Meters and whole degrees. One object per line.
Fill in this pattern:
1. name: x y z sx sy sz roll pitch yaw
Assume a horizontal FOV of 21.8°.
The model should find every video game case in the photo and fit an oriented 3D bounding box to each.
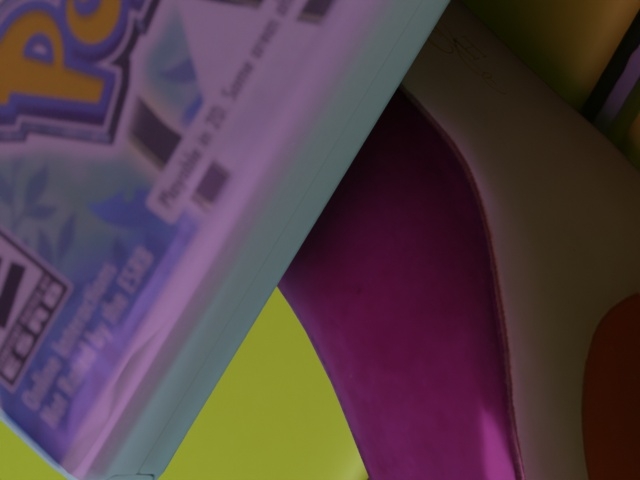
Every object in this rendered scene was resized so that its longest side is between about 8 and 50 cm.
1. video game case: -0.071 -0.154 0.438 0.300 0.036 0.329 36 102 27

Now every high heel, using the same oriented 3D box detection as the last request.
1. high heel: 0.000 0.000 0.485 0.181 0.127 0.377 -21 79 36
